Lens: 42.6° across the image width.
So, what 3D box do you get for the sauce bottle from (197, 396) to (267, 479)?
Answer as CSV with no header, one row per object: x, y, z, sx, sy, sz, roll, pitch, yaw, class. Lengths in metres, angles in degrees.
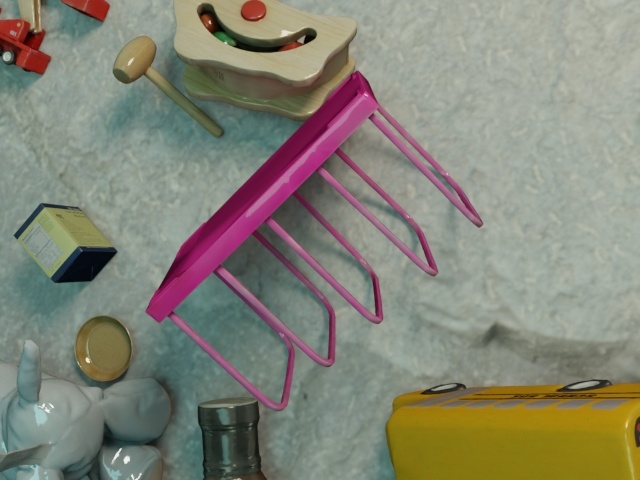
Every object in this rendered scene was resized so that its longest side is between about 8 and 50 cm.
-0.092,0.354,0.929,0.111,0.111,0.344,-4,86,17,sauce bottle

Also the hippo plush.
-0.344,0.238,0.933,0.236,0.294,0.234,6,75,27,hippo plush

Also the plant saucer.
-0.271,0.135,1.036,0.083,0.015,0.083,-1,88,17,plant saucer

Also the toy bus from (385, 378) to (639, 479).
0.179,0.197,0.766,0.332,0.130,0.108,-14,85,51,toy bus

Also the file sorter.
0.000,0.000,0.851,0.182,0.202,0.290,44,103,-11,file sorter

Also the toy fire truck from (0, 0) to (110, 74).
-0.382,-0.293,1.066,0.192,0.047,0.135,28,96,17,toy fire truck

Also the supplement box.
-0.315,0.004,1.018,0.056,0.083,0.083,-46,78,10,supplement box

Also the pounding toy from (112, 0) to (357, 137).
-0.093,-0.221,0.966,0.269,0.155,0.154,14,64,8,pounding toy
